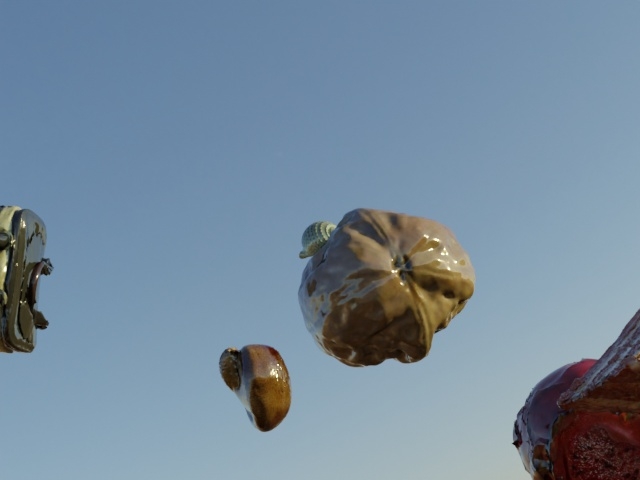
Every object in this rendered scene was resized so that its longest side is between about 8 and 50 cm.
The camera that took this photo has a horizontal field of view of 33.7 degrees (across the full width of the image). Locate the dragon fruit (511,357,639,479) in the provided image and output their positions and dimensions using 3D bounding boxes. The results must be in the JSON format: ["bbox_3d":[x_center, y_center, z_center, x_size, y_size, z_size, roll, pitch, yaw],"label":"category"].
[{"bbox_3d":[0.490,0.353,1.855,0.296,0.295,0.301,-22,-17,1],"label":"dragon fruit"}]

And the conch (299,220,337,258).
[{"bbox_3d":[0.000,-0.004,1.682,0.085,0.056,0.076,-6,20,32],"label":"conch"}]

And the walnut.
[{"bbox_3d":[0.094,0.070,1.575,0.273,0.227,0.273,-51,-4,-5],"label":"walnut"}]

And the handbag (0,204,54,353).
[{"bbox_3d":[-0.551,0.065,1.759,0.181,0.254,0.181,0,-14,3],"label":"handbag"}]

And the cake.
[{"bbox_3d":[0.405,0.109,1.260,0.262,0.159,0.158,6,-31,-30],"label":"cake"}]

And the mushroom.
[{"bbox_3d":[-0.082,0.190,1.368,0.087,0.127,0.127,-11,-21,-6],"label":"mushroom"}]
